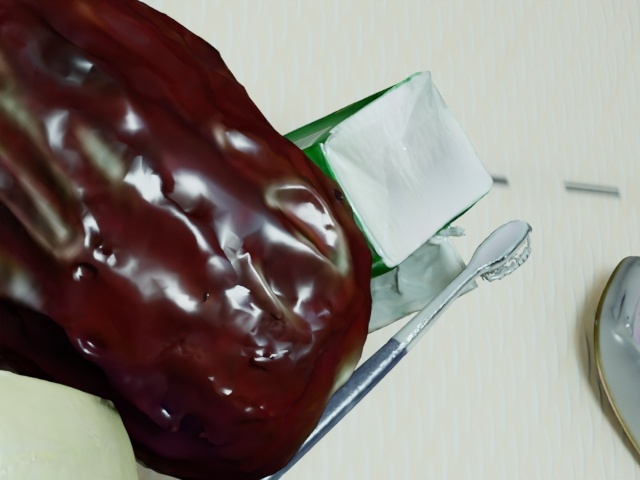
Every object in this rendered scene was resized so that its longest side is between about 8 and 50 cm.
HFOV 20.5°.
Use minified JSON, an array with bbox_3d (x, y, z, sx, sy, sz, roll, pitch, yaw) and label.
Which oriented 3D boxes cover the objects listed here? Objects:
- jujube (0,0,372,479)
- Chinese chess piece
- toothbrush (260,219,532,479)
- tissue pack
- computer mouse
[{"bbox_3d":[-0.135,-0.027,1.036,0.377,0.258,0.258,34,43,7],"label":"jujube"},{"bbox_3d":[-0.218,0.136,0.902,0.251,0.251,0.097,13,67,-41],"label":"Chinese chess piece"},{"bbox_3d":[0.034,0.082,1.114,0.288,0.024,0.026,-42,141,-21],"label":"toothbrush"},{"bbox_3d":[0.000,0.000,1.228,0.156,0.209,0.148,59,41,-10],"label":"tissue pack"},{"bbox_3d":[0.342,0.155,1.594,0.310,0.072,0.158,51,41,-13],"label":"computer mouse"}]
